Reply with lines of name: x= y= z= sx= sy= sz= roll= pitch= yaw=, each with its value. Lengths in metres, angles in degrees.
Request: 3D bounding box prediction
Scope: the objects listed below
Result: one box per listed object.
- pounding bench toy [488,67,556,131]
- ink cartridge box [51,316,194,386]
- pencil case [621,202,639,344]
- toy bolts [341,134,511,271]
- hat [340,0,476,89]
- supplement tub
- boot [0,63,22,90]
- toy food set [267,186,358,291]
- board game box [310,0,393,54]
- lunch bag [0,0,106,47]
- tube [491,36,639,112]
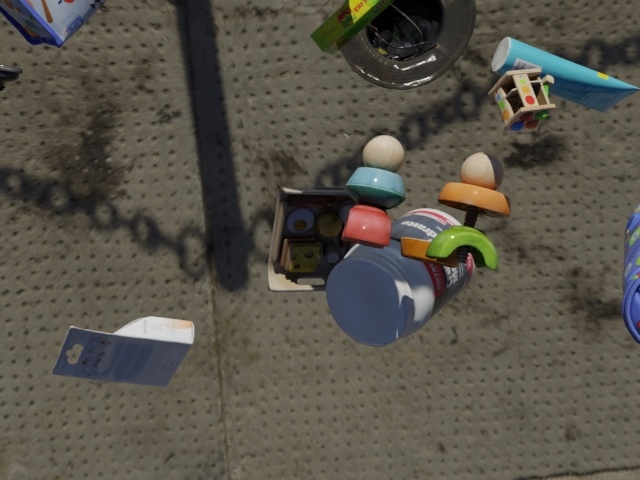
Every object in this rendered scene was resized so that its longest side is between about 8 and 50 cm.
pounding bench toy: x=0.270 y=-0.177 z=1.027 sx=0.083 sy=0.052 sz=0.065 roll=-10 pitch=71 yaw=-21
ink cartridge box: x=-0.296 y=0.162 z=1.206 sx=0.179 sy=0.045 sz=0.145 roll=13 pitch=138 yaw=-22
pencil case: x=0.451 y=0.031 z=1.025 sx=0.119 sy=0.306 sz=0.133 roll=36 pitch=117 yaw=5
toy bolts: x=0.144 y=-0.057 z=1.167 sx=0.228 sy=0.218 sz=0.159 roll=13 pitch=87 yaw=-6
hat: x=0.201 y=-0.492 z=1.880 sx=0.331 sy=0.134 sz=0.332 roll=-1 pitch=82 yaw=8
supplement tub: x=0.153 y=0.065 z=1.498 sx=0.191 sy=0.272 sz=0.191 roll=15 pitch=118 yaw=31
boot: x=-0.769 y=-0.277 z=1.838 sx=0.262 sy=0.091 sz=0.229 roll=-5 pitch=88 yaw=32
toy food set: x=0.000 y=0.000 z=1.933 sx=0.219 sy=0.092 sz=0.306 roll=-1 pitch=128 yaw=-16
board game box: x=0.070 y=-0.449 z=1.605 sx=0.181 sy=0.092 sz=0.043 roll=-39 pitch=87 yaw=16
lunch bag: x=-0.633 y=-0.675 z=1.764 sx=0.328 sy=0.238 sz=0.385 roll=-54 pitch=129 yaw=-17
tube: x=0.351 y=-0.235 z=1.171 sx=0.207 sy=0.080 sz=0.052 roll=18 pitch=74 yaw=-13
